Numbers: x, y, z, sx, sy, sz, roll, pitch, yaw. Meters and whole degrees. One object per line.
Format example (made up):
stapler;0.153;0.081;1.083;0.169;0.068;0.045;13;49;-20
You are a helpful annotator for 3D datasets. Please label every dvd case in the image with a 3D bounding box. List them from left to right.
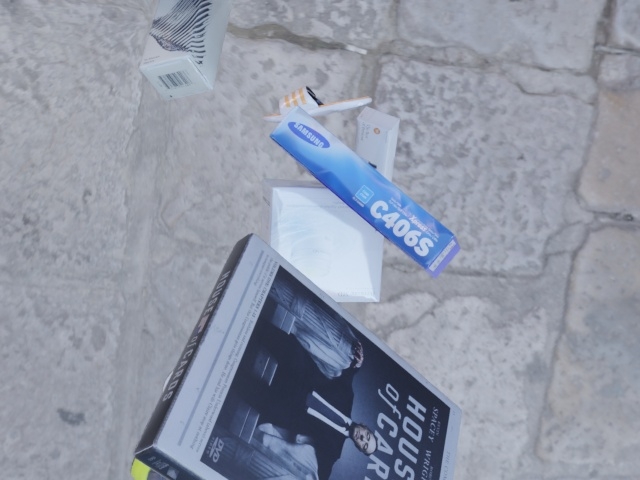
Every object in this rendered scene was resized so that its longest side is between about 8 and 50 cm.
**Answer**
dvd case;0.005;0.131;0.517;0.239;0.179;0.030;41;132;-21

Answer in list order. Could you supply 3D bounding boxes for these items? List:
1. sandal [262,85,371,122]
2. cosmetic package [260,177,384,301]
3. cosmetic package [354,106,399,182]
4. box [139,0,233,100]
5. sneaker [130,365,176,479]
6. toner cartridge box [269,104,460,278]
sandal;-0.011;-0.336;1.789;0.265;0.102;0.076;-10;95;9
cosmetic package;0.000;0.000;1.458;0.224;0.138;0.224;0;102;-12
cosmetic package;0.142;-0.228;1.950;0.099;0.060;0.239;22;141;17
box;-0.243;-0.401;1.389;0.113;0.275;0.094;-8;147;21
sneaker;-0.190;0.298;1.155;0.111;0.121;0.299;0;120;-48
toner cartridge box;0.080;-0.080;1.270;0.348;0.165;0.075;41;92;15
